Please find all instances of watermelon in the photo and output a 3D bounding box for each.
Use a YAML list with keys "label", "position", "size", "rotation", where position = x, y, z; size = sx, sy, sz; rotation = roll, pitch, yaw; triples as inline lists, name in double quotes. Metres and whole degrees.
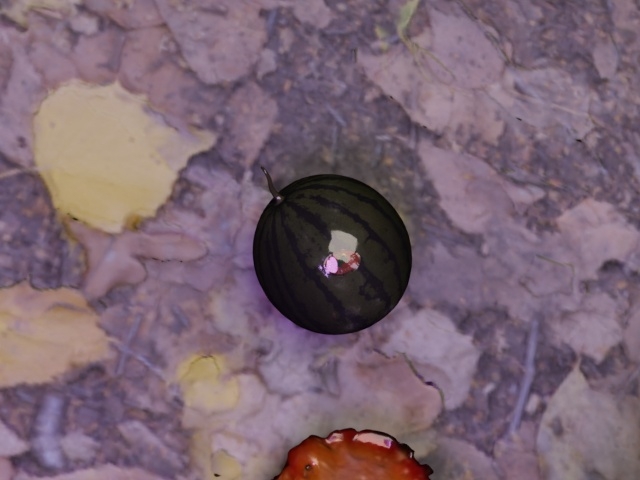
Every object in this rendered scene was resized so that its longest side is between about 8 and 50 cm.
- label: "watermelon"
  position: [0.000, 0.000, 1.191]
  size: [0.133, 0.105, 0.105]
  rotation: [50, 64, -18]

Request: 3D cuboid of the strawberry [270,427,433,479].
- label: "strawberry"
  position: [0.013, 0.239, 1.130]
  size: [0.190, 0.111, 0.236]
  rotation: [11, 45, -2]
